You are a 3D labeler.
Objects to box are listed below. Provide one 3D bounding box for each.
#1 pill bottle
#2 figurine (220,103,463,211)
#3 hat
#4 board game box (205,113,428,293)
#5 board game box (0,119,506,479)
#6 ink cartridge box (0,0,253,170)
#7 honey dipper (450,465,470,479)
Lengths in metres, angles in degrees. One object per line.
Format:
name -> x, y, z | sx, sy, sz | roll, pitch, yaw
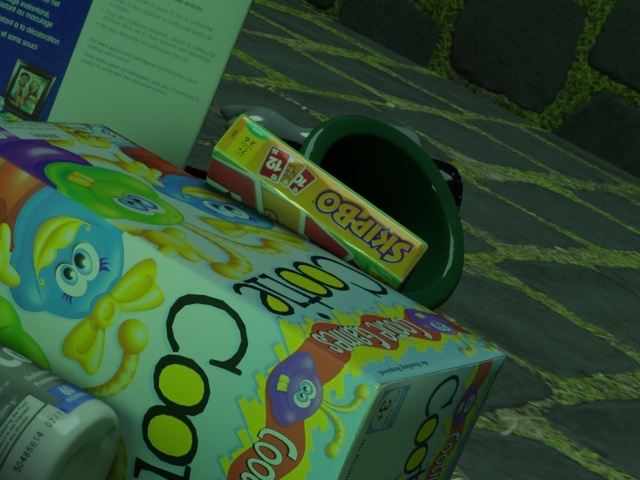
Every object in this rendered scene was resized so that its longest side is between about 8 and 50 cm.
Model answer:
pill bottle -> -0.167, 0.078, 0.761 | 0.137, 0.078, 0.078 | 28, 14, 15
figurine -> 0.008, -0.075, 1.646 | 0.209, 0.092, 0.215 | 14, 15, -19
hat -> 0.000, 0.000, 1.463 | 0.173, 0.183, 0.209 | 5, 64, -37
board game box -> -0.020, 0.026, 0.999 | 0.124, 0.039, 0.259 | 35, -22, 6
board game box -> -0.074, 0.060, 0.846 | 0.275, 0.144, 0.142 | 29, 15, 25
ink cartridge box -> -0.139, -0.126, 1.045 | 0.165, 0.333, 0.065 | 23, 16, -7
honey dipper -> 0.057, 0.130, 1.046 | 0.030, 0.030, 0.161 | 18, 12, -24
